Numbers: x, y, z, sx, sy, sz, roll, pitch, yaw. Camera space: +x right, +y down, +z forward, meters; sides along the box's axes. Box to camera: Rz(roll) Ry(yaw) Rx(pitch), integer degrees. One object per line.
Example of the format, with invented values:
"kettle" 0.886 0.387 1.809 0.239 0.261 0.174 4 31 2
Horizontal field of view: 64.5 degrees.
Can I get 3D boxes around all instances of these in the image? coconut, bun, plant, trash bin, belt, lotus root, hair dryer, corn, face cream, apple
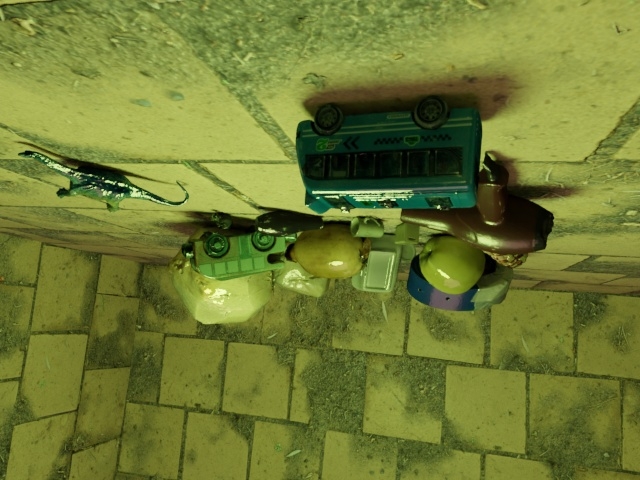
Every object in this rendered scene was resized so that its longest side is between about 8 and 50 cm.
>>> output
"coconut" -0.354 0.121 1.787 0.360 0.347 0.346 1 174 -25
"bun" -0.074 0.098 1.952 0.281 0.205 0.281 19 176 1
"plant" -0.297 -0.059 1.523 0.051 0.051 0.102 4 177 9
"trash bin" 0.245 -0.018 1.453 0.042 0.061 0.092 6 173 -12
"belt" 0.474 0.129 1.733 0.346 0.213 0.117 0 129 -4
"lotus root" 0.008 0.034 1.573 0.309 0.183 0.182 -2 169 33
"hair dryer" -0.116 -0.053 1.495 0.195 0.075 0.219 -1 -175 -22
"hair dryer" 0.282 -0.083 0.975 0.312 0.123 0.340 13 165 25
"corn" 0.510 0.015 1.427 0.092 0.092 0.280 -2 167 37
"face cream" 0.256 0.053 1.860 0.077 0.077 0.250 8 170 -20
"apple" 0.407 0.073 1.568 0.199 0.200 0.200 5 172 1

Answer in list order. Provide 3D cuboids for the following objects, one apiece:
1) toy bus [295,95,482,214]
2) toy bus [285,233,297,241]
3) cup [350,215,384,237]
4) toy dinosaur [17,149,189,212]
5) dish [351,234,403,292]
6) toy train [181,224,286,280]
"toy bus" 0.091 -0.108 0.692 0.246 0.135 0.113 0 170 20
"toy bus" -0.124 -0.017 1.775 0.083 0.031 0.037 4 162 3
"cup" 0.134 -0.044 1.422 0.083 0.075 0.054 5 -151 -22
"toy dinosaur" -0.485 -0.121 1.135 0.362 0.077 0.147 17 159 -39
"dish" 0.188 0.085 1.659 0.151 0.213 0.077 6 -154 -2
"toy train" -0.265 0.038 1.588 0.326 0.160 0.129 -8 -176 -25
